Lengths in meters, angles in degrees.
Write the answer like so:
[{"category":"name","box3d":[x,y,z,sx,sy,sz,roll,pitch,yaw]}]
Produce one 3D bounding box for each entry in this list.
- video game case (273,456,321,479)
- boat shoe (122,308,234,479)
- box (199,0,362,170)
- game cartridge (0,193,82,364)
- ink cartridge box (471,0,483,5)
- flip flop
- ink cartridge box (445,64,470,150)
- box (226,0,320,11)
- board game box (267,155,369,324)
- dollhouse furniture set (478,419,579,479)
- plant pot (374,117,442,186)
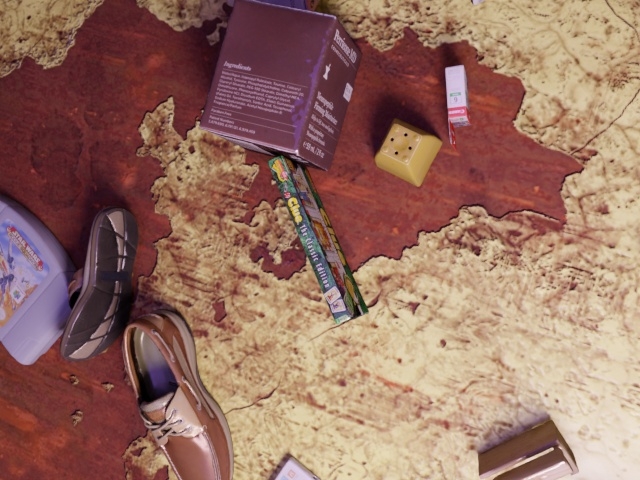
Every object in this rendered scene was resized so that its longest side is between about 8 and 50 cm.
[{"category":"video game case","box3d":[-0.032,0.486,0.995,0.183,0.023,0.201,35,98,15]},{"category":"boat shoe","box3d":[-0.249,0.273,1.020,0.122,0.120,0.324,-27,80,14]},{"category":"box","box3d":[-0.056,-0.234,0.960,0.167,0.168,0.203,17,93,18]},{"category":"game cartridge","box3d":[-0.575,0.059,1.165,0.297,0.062,0.198,45,104,14]},{"category":"ink cartridge box","box3d":[0.170,-0.525,0.908,0.065,0.165,0.332,-27,80,15]},{"category":"flip flop","box3d":[-0.394,0.074,1.088,0.080,0.112,0.277,10,89,35]},{"category":"ink cartridge box","box3d":[0.209,-0.198,0.934,0.029,0.063,0.115,-5,86,19]},{"category":"box","box3d":[-0.046,-0.471,0.945,0.148,0.127,0.232,18,65,18]},{"category":"board game box","box3d":[0.000,0.000,0.951,0.030,0.136,0.259,-25,81,11]},{"category":"dollhouse furniture set","box3d":[0.311,0.367,0.850,0.123,0.144,0.151,-33,93,18]},{"category":"plant pot","box3d":[0.129,-0.139,0.945,0.081,0.083,0.081,29,96,16]}]
